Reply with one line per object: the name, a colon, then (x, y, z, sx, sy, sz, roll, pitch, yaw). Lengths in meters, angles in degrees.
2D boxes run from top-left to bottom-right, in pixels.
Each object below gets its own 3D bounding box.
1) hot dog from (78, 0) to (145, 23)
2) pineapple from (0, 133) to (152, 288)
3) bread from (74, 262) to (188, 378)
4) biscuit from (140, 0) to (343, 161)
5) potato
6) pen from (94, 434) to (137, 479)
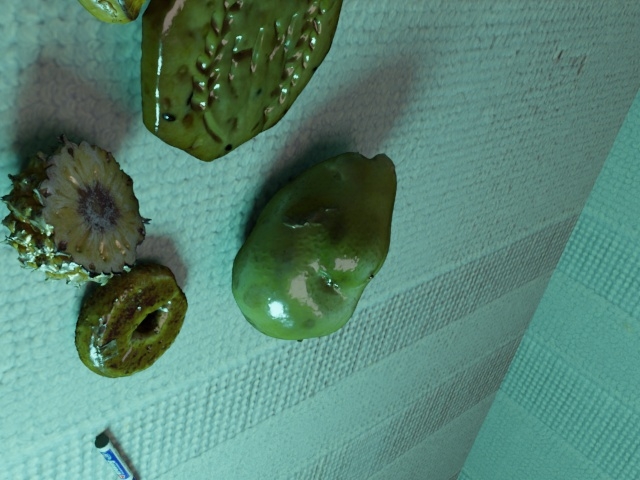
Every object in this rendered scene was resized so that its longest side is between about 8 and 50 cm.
hot dog: (-0.225, -0.353, 0.559, 0.349, 0.117, 0.158, 73, 34, -58)
pineapple: (-0.309, -0.021, 0.775, 0.176, 0.136, 0.162, 46, 40, -51)
bread: (-0.278, 0.119, 0.975, 0.193, 0.064, 0.193, -35, 142, -34)
biscuit: (-0.080, -0.252, 0.815, 0.359, 0.046, 0.359, -46, 160, -22)
potato: (0.001, 0.001, 1.072, 0.218, 0.202, 0.351, 35, 86, -17)
pen: (-0.354, 0.402, 1.169, 0.025, 0.025, 0.204, -35, 142, -24)
